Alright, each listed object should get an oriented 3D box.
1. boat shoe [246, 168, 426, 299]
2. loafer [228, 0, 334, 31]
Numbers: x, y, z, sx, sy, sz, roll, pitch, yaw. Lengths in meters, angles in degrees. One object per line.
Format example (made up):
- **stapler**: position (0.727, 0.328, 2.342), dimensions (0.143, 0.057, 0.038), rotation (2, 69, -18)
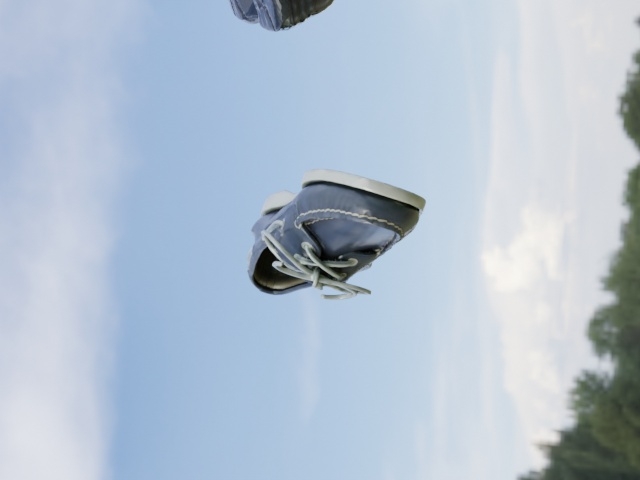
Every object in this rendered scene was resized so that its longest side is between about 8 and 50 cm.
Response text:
- **boat shoe**: position (0.000, 0.000, 0.935), dimensions (0.254, 0.095, 0.079), rotation (-10, 58, 66)
- **loafer**: position (-0.023, -0.166, 0.759), dimensions (0.170, 0.061, 0.062), rotation (-130, 24, -60)
